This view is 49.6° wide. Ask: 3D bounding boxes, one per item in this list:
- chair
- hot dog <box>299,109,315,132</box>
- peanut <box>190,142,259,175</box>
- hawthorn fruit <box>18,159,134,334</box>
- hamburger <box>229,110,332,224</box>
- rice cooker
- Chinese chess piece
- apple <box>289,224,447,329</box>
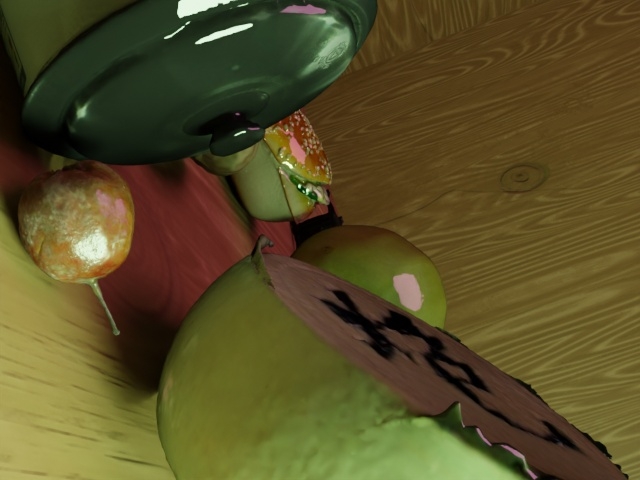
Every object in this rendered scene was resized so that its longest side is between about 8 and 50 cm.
[{"bbox_3d":[0.000,0.000,1.492,0.229,0.106,0.113,-101,167,-51],"label":"chair"},{"bbox_3d":[-0.075,-0.241,1.664,0.146,0.103,0.213,49,-15,28],"label":"hot dog"},{"bbox_3d":[-0.140,-0.175,0.718,0.197,0.110,0.233,-138,-154,-78],"label":"peanut"},{"bbox_3d":[-0.137,0.006,0.405,0.067,0.066,0.103,-88,169,-75],"label":"hawthorn fruit"},{"bbox_3d":[-0.072,-0.134,1.048,0.237,0.147,0.237,-23,90,-86],"label":"hamburger"},{"bbox_3d":[-0.096,-0.165,0.462,0.280,0.241,0.227,-31,-100,50],"label":"rice cooker"},{"bbox_3d":[0.054,0.140,0.511,0.349,0.146,0.349,32,5,-3],"label":"Chinese chess piece"},{"bbox_3d":[0.061,0.103,1.011,0.262,0.262,0.262,-20,90,-84],"label":"apple"}]
